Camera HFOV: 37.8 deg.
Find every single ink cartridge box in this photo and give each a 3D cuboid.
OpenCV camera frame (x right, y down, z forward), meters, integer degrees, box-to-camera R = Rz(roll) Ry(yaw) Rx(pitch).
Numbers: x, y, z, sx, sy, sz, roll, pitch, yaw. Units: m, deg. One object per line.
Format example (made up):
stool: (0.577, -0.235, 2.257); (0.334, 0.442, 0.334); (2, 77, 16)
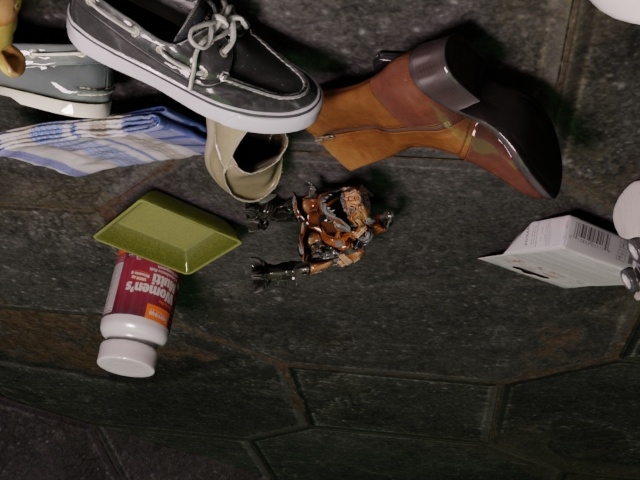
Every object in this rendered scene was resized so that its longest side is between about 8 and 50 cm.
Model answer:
ink cartridge box: (0.389, 0.023, 1.470); (0.189, 0.066, 0.232); (19, 173, -20)

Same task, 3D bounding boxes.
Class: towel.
towel: (-0.280, -0.129, 1.284); (0.285, 0.034, 0.209); (-5, 171, 23)

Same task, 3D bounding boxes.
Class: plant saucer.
plant saucer: (-0.252, -0.019, 1.549); (0.188, 0.045, 0.188); (24, 148, -29)

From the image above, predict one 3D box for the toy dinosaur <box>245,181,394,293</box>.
toy dinosaur: (0.000, 0.000, 1.415); (0.219, 0.164, 0.322); (-7, 145, -4)

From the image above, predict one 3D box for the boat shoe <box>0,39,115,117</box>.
boat shoe: (-0.405, -0.237, 1.145); (0.320, 0.116, 0.099); (16, 110, 0)

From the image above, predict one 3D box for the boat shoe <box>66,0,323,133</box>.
boat shoe: (-0.133, -0.222, 1.048); (0.306, 0.113, 0.105); (27, 145, -2)

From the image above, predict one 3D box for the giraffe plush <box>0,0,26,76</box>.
giraffe plush: (-0.345, -0.268, 0.944); (0.182, 0.170, 0.210); (11, 153, -7)

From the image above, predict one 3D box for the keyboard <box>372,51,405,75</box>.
keyboard: (0.124, -0.172, 1.168); (0.108, 0.023, 0.180); (9, 155, 12)

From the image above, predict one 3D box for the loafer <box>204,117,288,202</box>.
loafer: (-0.094, -0.119, 1.220); (0.102, 0.092, 0.268); (-30, 155, -12)

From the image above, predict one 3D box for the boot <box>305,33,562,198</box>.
boot: (0.124, -0.115, 1.149); (0.264, 0.096, 0.280); (32, 151, -32)

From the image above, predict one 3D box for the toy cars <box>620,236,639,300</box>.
toy cars: (0.514, -0.025, 1.160); (0.177, 0.087, 0.393); (0, 143, -36)

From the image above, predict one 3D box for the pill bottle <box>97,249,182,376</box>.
pill bottle: (-0.318, 0.120, 1.648); (0.121, 0.221, 0.121); (6, 153, 3)

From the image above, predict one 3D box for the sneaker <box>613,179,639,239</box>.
sneaker: (0.482, -0.057, 1.243); (0.094, 0.080, 0.212); (6, 155, -22)

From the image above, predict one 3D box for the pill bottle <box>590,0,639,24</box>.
pill bottle: (0.156, -0.322, 0.510); (0.224, 0.224, 0.392); (-13, 138, 35)
